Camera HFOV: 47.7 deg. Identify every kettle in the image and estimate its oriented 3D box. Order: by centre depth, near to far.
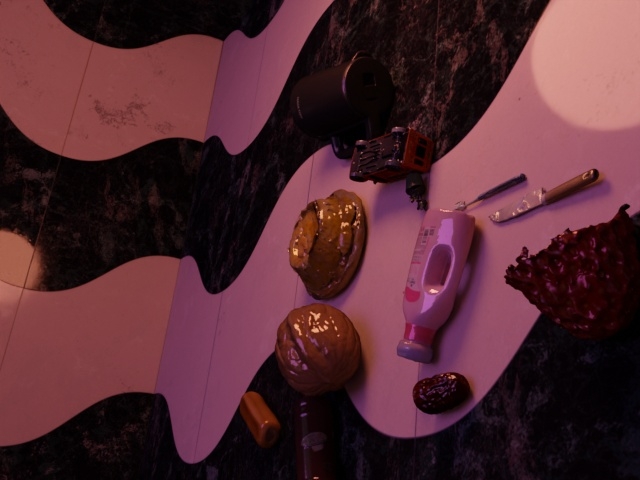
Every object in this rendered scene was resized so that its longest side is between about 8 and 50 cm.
[{"bbox_3d":[0.058,-0.399,2.164,0.308,0.203,0.262,-2,70,60],"label":"kettle"}]

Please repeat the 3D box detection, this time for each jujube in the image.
[{"bbox_3d":[0.245,0.307,1.462,0.129,0.077,0.077,-30,47,40],"label":"jujube"}]

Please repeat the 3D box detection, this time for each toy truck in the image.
[{"bbox_3d":[0.178,-0.211,1.889,0.252,0.114,0.108,-10,66,60],"label":"toy truck"}]

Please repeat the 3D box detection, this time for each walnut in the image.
[{"bbox_3d":[-0.006,0.277,1.834,0.225,0.224,0.261,-61,26,22],"label":"walnut"}]

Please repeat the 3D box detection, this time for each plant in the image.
[{"bbox_3d":[0.236,-0.115,1.782,0.051,0.051,0.102,-43,43,46],"label":"plant"}]

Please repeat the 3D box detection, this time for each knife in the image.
[{"bbox_3d":[0.427,-0.084,1.413,0.298,0.017,0.047,-34,42,58],"label":"knife"}]

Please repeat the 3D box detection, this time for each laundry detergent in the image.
[{"bbox_3d":[0.245,0.099,1.579,0.159,0.087,0.336,5,79,64],"label":"laundry detergent"}]

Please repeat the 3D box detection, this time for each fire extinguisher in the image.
[{"bbox_3d":[0.000,0.545,1.757,0.138,0.102,0.344,-47,34,38],"label":"fire extinguisher"}]

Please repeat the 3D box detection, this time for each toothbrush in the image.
[{"bbox_3d":[0.360,-0.101,1.562,0.219,0.016,0.019,-30,39,56],"label":"toothbrush"}]

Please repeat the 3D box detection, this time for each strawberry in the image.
[{"bbox_3d":[0.434,0.069,1.166,0.234,0.233,0.178,-43,66,46],"label":"strawberry"}]

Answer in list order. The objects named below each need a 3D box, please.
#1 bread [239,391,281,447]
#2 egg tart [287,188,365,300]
[{"bbox_3d":[-0.180,0.530,2.163,0.239,0.073,0.093,-148,61,-66],"label":"bread"},{"bbox_3d":[0.000,0.000,2.093,0.345,0.132,0.346,-46,35,47],"label":"egg tart"}]
